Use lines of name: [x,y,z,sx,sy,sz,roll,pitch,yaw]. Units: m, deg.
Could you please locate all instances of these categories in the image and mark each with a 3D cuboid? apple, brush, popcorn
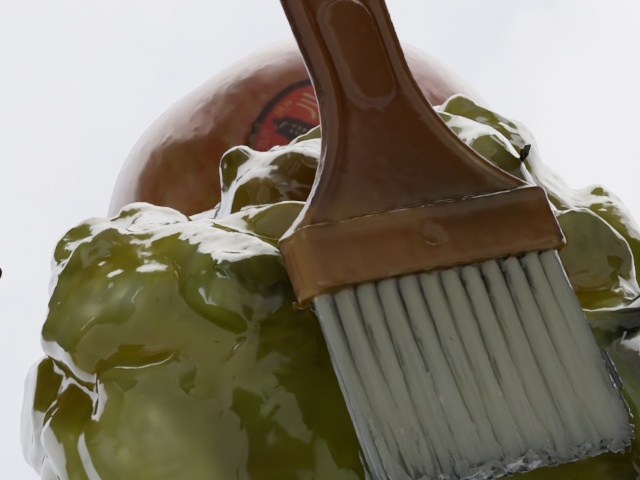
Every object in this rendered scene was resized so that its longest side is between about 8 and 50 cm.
apple: [0.000,0.000,0.884,0.209,0.209,0.164,-31,-110,-6]
brush: [0.005,-0.071,0.590,0.090,0.017,0.314,-11,-112,-24]
popcorn: [0.023,0.060,0.654,0.249,0.225,0.249,7,-108,-24]

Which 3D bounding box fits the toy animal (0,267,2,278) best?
toy animal: [-0.211,-0.009,0.641,0.185,0.122,0.298,27,-104,17]
